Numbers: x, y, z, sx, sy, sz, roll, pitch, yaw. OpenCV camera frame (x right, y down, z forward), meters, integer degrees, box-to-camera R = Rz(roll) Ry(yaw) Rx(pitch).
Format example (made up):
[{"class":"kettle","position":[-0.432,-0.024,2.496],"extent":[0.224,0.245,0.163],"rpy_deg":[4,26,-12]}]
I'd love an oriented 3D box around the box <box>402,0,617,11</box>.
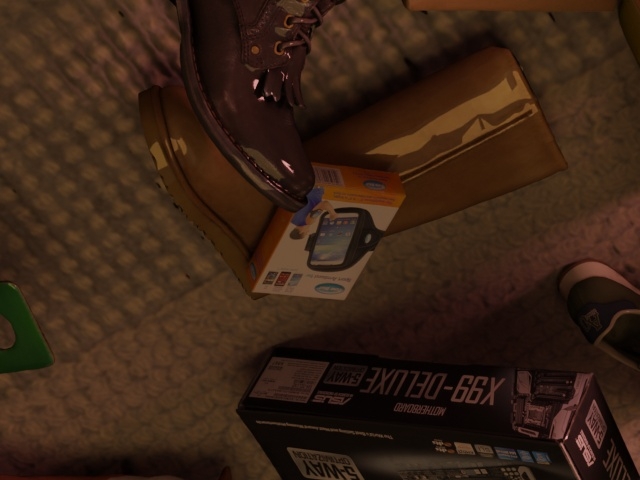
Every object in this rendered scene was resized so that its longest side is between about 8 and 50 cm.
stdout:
[{"class":"box","position":[0.147,-0.255,1.316],"extent":[0.164,0.021,0.201],"rpy_deg":[-1,128,-9]}]

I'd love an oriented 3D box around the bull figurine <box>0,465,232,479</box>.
[{"class":"bull figurine","position":[-0.212,0.269,1.603],"extent":[0.310,0.101,0.188],"rpy_deg":[8,127,-16]}]

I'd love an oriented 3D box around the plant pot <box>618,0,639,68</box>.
[{"class":"plant pot","position":[0.351,-0.114,1.337],"extent":[0.228,0.227,0.207],"rpy_deg":[-28,120,13]}]

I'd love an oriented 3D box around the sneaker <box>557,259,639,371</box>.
[{"class":"sneaker","position":[0.288,0.087,1.558],"extent":[0.192,0.086,0.064],"rpy_deg":[23,120,-25]}]

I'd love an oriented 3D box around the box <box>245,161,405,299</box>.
[{"class":"box","position":[0.000,0.000,1.387],"extent":[0.081,0.028,0.136],"rpy_deg":[6,133,-25]}]

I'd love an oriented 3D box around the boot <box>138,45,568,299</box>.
[{"class":"boot","position":[0.025,-0.083,1.390],"extent":[0.269,0.089,0.236],"rpy_deg":[-24,140,10]}]

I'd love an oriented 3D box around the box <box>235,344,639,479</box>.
[{"class":"box","position":[0.114,0.201,1.525],"extent":[0.307,0.076,0.242],"rpy_deg":[3,137,34]}]

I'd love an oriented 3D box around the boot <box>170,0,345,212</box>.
[{"class":"boot","position":[0.008,-0.175,1.250],"extent":[0.229,0.091,0.263],"rpy_deg":[-24,90,12]}]

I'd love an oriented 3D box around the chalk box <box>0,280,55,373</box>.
[{"class":"chalk box","position":[-0.351,0.094,1.400],"extent":[0.289,0.179,0.180],"rpy_deg":[-18,127,3]}]
